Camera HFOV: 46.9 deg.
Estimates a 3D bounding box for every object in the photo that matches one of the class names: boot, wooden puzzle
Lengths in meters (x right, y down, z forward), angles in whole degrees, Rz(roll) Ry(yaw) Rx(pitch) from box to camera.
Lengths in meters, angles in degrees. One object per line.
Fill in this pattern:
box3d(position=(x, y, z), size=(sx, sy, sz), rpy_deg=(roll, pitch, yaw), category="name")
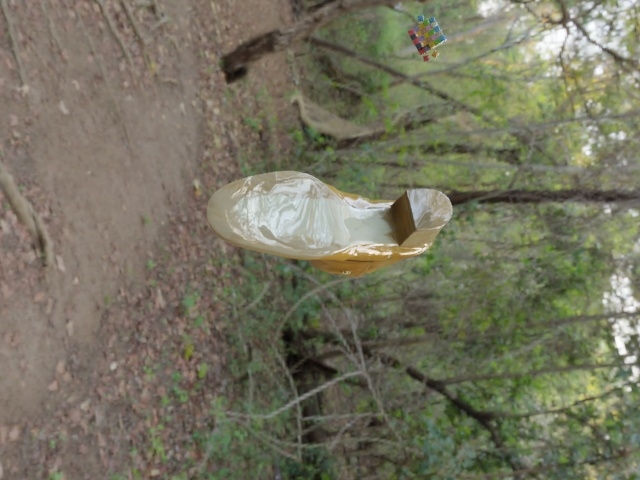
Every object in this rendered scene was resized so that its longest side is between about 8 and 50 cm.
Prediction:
box3d(position=(0.001, -0.001, 0.914), size=(0.211, 0.295, 0.104), rpy_deg=(127, -40, -68), category="boot")
box3d(position=(0.178, -0.340, 1.228), size=(0.083, 0.049, 0.006), rpy_deg=(65, 13, 17), category="wooden puzzle")
